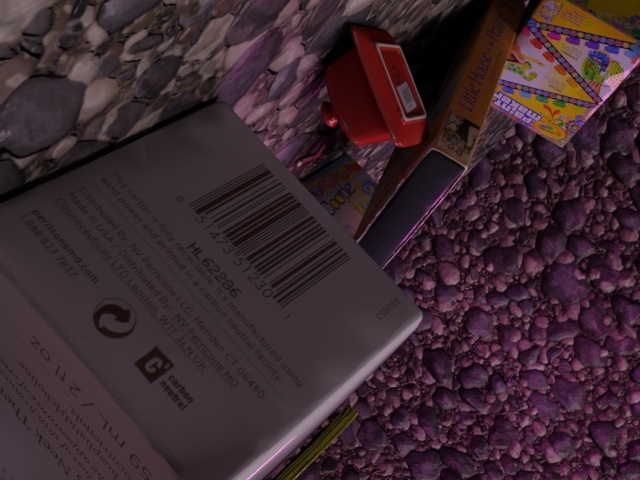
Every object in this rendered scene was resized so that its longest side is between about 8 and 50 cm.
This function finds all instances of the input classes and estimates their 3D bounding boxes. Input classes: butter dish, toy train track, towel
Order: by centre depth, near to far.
[{"bbox_3d":[-0.053,0.268,0.945,0.237,0.021,0.102,-36,173,-41],"label":"towel"},{"bbox_3d":[0.055,-0.182,1.101,0.118,0.160,0.160,-21,-178,24],"label":"butter dish"},{"bbox_3d":[-0.012,-0.127,1.350,0.048,0.014,0.083,-50,167,31],"label":"toy train track"}]

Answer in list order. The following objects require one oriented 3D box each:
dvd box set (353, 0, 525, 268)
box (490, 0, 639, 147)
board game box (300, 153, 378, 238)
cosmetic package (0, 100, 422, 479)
[{"bbox_3d":[0.180,-0.169,1.350,0.308,0.062,0.421,-55,-173,50],"label":"dvd box set"},{"bbox_3d":[0.433,-0.366,1.410,0.290,0.177,0.279,-59,179,-28],"label":"box"},{"bbox_3d":[0.000,0.000,1.545,0.144,0.142,0.275,-35,167,-38],"label":"board game box"},{"bbox_3d":[-0.170,0.134,0.932,0.327,0.329,0.394,-35,167,-40],"label":"cosmetic package"}]
